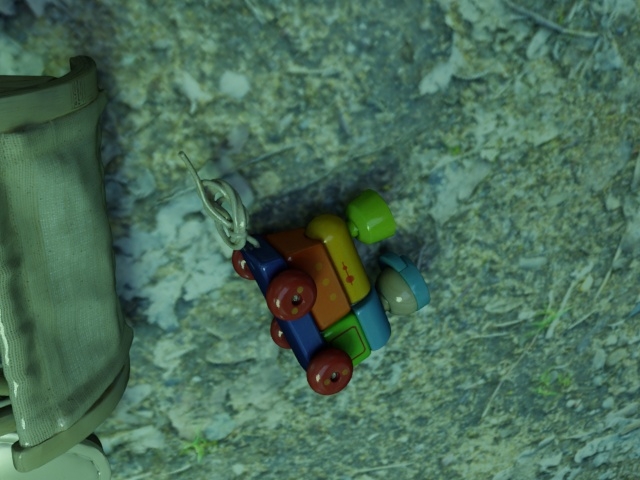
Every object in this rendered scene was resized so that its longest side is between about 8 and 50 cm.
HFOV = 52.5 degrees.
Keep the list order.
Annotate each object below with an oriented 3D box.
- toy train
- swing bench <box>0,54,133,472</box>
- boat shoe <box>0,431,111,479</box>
[{"bbox_3d":[0.000,0.000,0.552,0.143,0.105,0.248,-32,120,-13],"label":"toy train"},{"bbox_3d":[-0.263,0.020,0.434,0.255,0.165,0.253,-6,116,-16],"label":"swing bench"},{"bbox_3d":[-0.340,0.180,0.524,0.324,0.097,0.116,-1,110,-18],"label":"boat shoe"}]
